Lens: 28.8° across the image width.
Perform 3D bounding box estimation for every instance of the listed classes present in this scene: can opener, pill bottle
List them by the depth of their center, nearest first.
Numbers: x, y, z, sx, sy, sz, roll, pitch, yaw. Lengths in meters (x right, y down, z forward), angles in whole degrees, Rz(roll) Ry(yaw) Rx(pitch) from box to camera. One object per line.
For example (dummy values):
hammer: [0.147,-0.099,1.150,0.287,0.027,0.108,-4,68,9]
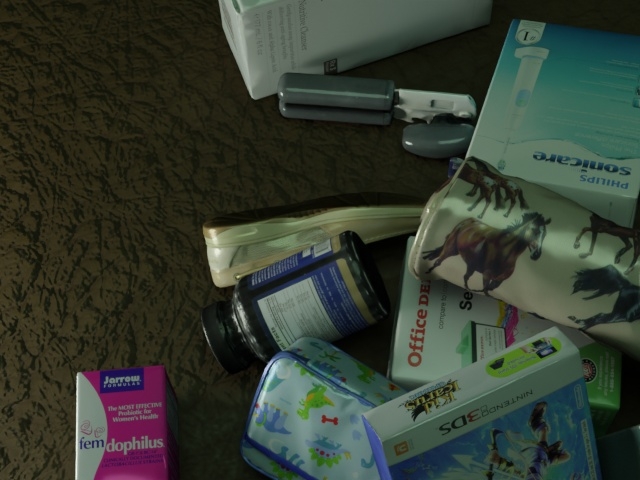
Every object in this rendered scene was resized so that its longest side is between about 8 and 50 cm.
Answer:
pill bottle: [-0.033,0.083,1.568,0.219,0.123,0.123,-24,63,10]
can opener: [0.078,-0.174,1.746,0.283,0.076,0.095,5,62,5]

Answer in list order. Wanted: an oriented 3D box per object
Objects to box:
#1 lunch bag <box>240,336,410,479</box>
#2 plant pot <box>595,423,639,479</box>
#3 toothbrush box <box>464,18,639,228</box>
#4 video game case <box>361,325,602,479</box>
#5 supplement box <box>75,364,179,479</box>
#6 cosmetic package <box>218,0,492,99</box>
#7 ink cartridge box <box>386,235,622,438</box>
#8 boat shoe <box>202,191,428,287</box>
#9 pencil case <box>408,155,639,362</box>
lunch bag: [0.021,0.235,1.487,0.219,0.176,0.090,30,24,15]
plant pot: [0.474,0.306,1.404,0.247,0.248,0.252,-15,77,-7]
toothbrush box: [0.320,-0.136,1.615,0.216,0.126,0.295,10,50,15]
video game case: [0.194,0.261,1.416,0.244,0.269,0.061,-23,32,-9]
supplement box: [-0.230,0.273,1.500,0.111,0.114,0.220,-6,61,-1]
cosmetic package: [0.051,-0.369,1.772,0.385,0.217,0.156,-18,63,-6]
ink cartridge box: [0.229,0.120,1.565,0.278,0.117,0.201,7,63,4]
boat shoe: [0.000,0.000,1.653,0.302,0.109,0.098,-9,102,-4]
pencil case: [0.311,0.043,1.440,0.410,0.183,0.160,23,92,7]
